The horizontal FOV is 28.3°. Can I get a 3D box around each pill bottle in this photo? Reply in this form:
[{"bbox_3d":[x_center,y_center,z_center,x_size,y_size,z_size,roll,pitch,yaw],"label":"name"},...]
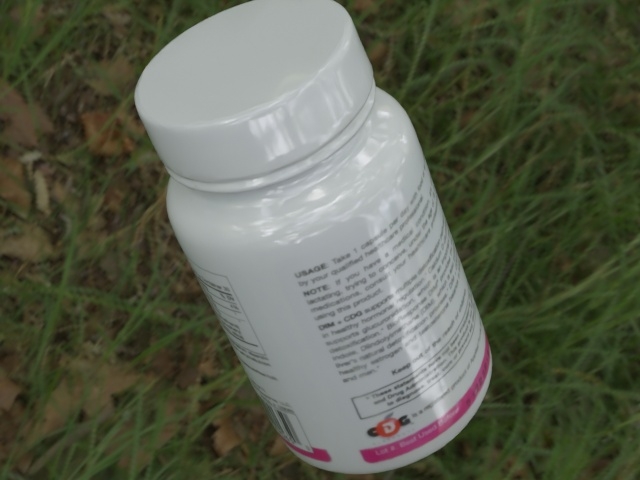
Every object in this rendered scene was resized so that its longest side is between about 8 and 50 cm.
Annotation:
[{"bbox_3d":[0.000,0.000,0.802,0.160,0.160,0.283,-53,135,-34],"label":"pill bottle"}]
